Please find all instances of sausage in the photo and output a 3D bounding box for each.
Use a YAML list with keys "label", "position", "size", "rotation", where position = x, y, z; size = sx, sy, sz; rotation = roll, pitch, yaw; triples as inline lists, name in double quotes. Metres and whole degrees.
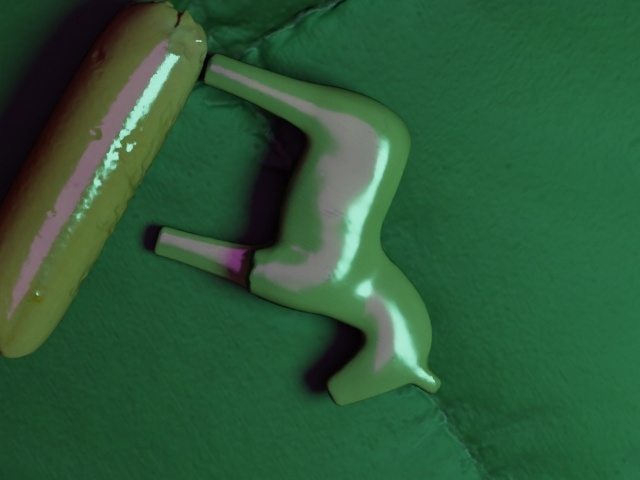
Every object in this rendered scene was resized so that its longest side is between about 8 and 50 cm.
- label: "sausage"
  position: [-0.177, -0.048, 1.336]
  size: [0.086, 0.086, 0.289]
  rotation: [29, 91, -6]

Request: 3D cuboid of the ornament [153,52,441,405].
- label: "ornament"
  position: [0.000, 0.000, 1.366]
  size: [0.245, 0.061, 0.230]
  rotation: [19, 93, -3]
